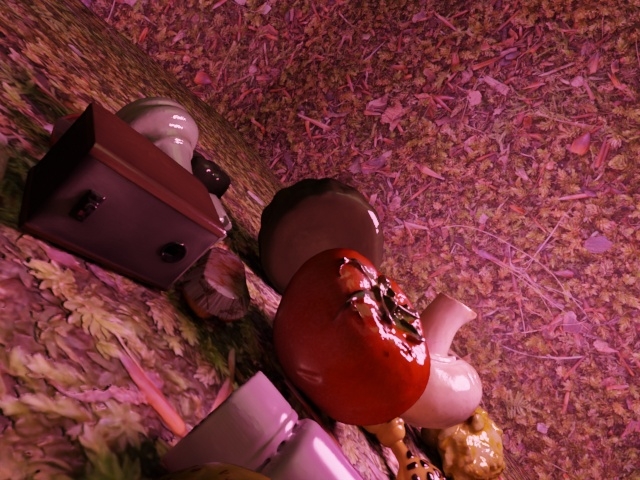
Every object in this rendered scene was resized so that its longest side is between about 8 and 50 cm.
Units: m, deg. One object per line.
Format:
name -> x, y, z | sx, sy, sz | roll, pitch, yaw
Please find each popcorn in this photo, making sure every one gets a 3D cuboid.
popcorn -> 0.411, 0.569, 1.157 | 0.255, 0.195, 0.256 | 41, 27, -7

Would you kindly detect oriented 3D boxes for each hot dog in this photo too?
hot dog -> -0.195, 0.080, 0.798 | 0.131, 0.069, 0.253 | 35, 8, -17

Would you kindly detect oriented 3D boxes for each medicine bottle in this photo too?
medicine bottle -> -0.030, 0.272, 0.417 | 0.254, 0.152, 0.152 | 48, 8, 9

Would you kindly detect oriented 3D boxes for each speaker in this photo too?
speaker -> -0.292, -0.059, 0.635 | 0.231, 0.153, 0.193 | 39, 10, -45

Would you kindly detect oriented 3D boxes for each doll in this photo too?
doll -> 0.169, 0.440, 0.876 | 0.117, 0.086, 0.291 | 4, 33, -33

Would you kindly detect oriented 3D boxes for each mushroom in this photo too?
mushroom -> 0.293, 0.351, 1.127 | 0.315, 0.355, 0.315 | 44, -27, 29

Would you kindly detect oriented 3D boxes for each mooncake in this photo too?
mooncake -> 0.000, 0.000, 1.173 | 0.356, 0.356, 0.194 | 43, 11, -25
mooncake -> -0.345, -0.189, 1.190 | 0.168, 0.104, 0.175 | 39, 7, -16

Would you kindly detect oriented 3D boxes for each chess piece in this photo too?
chess piece -> -0.304, -0.127, 0.864 | 0.299, 0.194, 0.194 | 58, 11, 16

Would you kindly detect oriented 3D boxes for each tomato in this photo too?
tomato -> 0.049, 0.195, 0.820 | 0.341, 0.272, 0.342 | 40, 24, -22

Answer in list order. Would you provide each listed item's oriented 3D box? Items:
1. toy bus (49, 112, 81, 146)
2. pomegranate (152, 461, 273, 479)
toy bus -> -0.381, -0.160, 0.744 | 0.192, 0.077, 0.065 | 27, 28, -3
pomegranate -> -0.072, 0.262, 0.266 | 0.180, 0.179, 0.210 | -82, 160, -80
